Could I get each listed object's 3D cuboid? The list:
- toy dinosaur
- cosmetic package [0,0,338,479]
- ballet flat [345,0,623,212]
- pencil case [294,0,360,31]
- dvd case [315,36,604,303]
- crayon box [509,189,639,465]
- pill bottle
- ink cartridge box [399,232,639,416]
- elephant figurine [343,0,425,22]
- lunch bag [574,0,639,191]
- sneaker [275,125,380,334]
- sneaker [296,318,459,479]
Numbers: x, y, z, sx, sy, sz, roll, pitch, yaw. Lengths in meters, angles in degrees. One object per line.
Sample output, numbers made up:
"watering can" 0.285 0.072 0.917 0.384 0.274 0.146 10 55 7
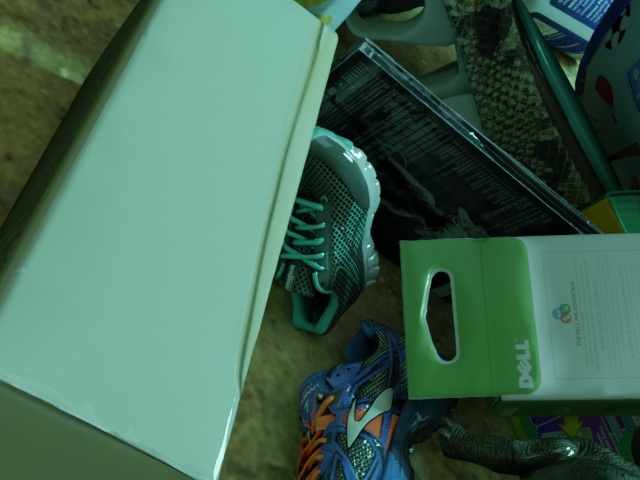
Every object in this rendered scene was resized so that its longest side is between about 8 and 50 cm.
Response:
"toy dinosaur" 0.132 0.166 0.480 0.313 0.160 0.121 -18 102 -59
"cosmetic package" -0.100 -0.007 0.474 0.113 0.160 0.309 32 46 -21
"ballet flat" 0.117 -0.195 0.763 0.164 0.182 0.482 -83 151 -56
"pencil case" -0.020 -0.197 0.598 0.113 0.273 0.124 16 55 -25
"dvd case" 0.068 -0.037 0.644 0.221 0.164 0.018 36 57 -17
"crayon box" 0.233 0.121 0.681 0.081 0.165 0.278 -4 65 -44
"pill bottle" 0.276 -0.312 1.038 0.265 0.153 0.153 16 52 -34
"ink cartridge box" 0.157 0.056 0.581 0.209 0.062 0.109 -1 69 2
"elephant figurine" 0.117 -0.336 0.843 0.169 0.239 0.186 -1 63 -43
"lunch bag" 0.393 -0.083 0.815 0.239 0.385 0.327 -4 62 -17
"sneaker" 0.000 0.000 0.584 0.076 0.065 0.166 -58 149 -35
"sneaker" 0.014 0.127 0.557 0.087 0.083 0.221 39 35 4
